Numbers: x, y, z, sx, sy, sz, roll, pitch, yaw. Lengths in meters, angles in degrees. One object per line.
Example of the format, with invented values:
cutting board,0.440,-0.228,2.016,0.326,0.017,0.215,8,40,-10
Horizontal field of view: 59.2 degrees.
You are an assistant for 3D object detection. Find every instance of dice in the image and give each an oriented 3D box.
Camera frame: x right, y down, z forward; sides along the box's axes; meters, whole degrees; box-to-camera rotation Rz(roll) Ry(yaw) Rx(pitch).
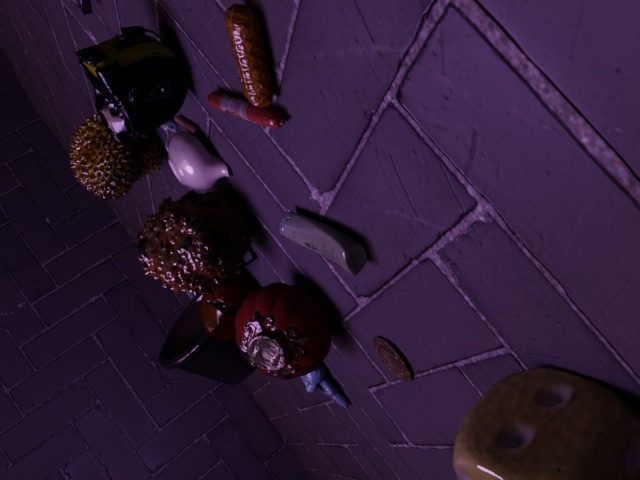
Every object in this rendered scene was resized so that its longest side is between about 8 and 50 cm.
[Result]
dice,0.276,0.268,0.660,0.166,0.169,0.169,60,158,-17

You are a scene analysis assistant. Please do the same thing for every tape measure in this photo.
tape measure,-0.344,-0.304,1.073,0.112,0.186,0.199,36,149,28

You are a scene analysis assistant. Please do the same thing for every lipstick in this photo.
lipstick,-0.301,-0.261,1.271,0.094,0.019,0.019,35,152,41

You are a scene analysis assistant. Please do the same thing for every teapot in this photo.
teapot,-0.298,-0.184,1.292,0.226,0.092,0.145,43,156,34

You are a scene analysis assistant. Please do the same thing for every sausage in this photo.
sausage,-0.133,-0.224,0.956,0.253,0.034,0.034,31,149,47

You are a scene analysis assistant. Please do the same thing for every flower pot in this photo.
flower pot,-0.341,0.342,1.918,0.251,0.379,0.379,44,163,-22

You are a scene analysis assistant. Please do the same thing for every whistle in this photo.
whistle,-0.372,-0.284,1.363,0.100,0.035,0.035,34,151,38

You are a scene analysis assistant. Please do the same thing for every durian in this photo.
durian,-0.573,-0.247,1.562,0.258,0.258,0.293,55,154,-3

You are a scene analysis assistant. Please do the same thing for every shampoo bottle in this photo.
shampoo bottle,0.000,0.000,0.995,0.212,0.049,0.072,25,149,52

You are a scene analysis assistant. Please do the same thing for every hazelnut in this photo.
hazelnut,-0.263,0.194,1.660,0.178,0.177,0.204,27,104,49

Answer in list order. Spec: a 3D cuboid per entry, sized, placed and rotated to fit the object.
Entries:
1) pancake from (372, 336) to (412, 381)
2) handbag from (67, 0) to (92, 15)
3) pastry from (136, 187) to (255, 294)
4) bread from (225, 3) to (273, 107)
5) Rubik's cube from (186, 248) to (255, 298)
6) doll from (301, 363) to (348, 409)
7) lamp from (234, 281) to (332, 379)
pancake,0.139,0.235,1.110,0.115,0.011,0.115,44,157,25
handbag,-0.603,-0.668,1.224,0.191,0.075,0.332,31,146,38
pastry,-0.295,-0.005,1.299,0.275,0.275,0.193,49,176,13
bread,-0.101,-0.263,0.814,0.052,0.044,0.157,42,155,36
Rubik's cube,-0.312,0.031,1.507,0.184,0.187,0.182,58,159,-4
doll,0.000,0.411,1.580,0.180,0.075,0.120,54,162,1
lamp,-0.082,0.200,1.271,0.227,0.226,0.227,44,157,25
